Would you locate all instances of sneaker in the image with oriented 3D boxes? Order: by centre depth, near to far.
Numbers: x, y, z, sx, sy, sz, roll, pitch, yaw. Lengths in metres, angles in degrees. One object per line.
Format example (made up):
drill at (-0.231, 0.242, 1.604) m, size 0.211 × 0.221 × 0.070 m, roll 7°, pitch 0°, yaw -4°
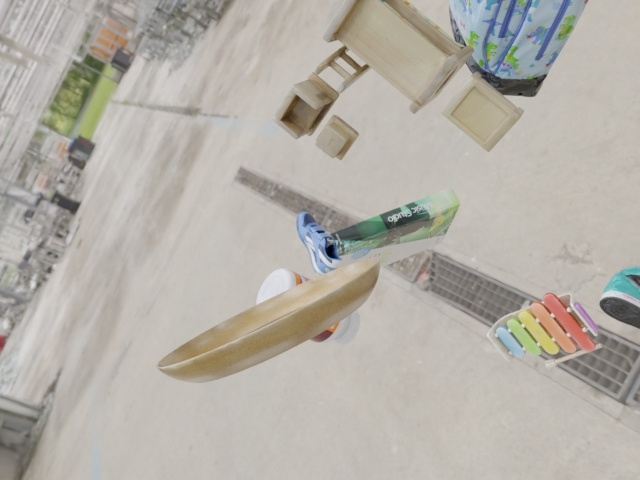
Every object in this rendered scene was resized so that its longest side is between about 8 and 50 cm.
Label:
sneaker at (0.000, 0.000, 1.219) m, size 0.059 × 0.053 × 0.144 m, roll -39°, pitch 70°, yaw 40°
sneaker at (0.884, 0.167, 1.601) m, size 0.178 × 0.296 × 0.123 m, roll -58°, pitch -1°, yaw -33°

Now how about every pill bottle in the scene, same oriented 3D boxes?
pill bottle at (-0.015, 0.106, 0.930) m, size 0.086 × 0.152 × 0.086 m, roll -34°, pitch 43°, yaw 38°

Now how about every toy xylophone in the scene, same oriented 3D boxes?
toy xylophone at (0.658, 0.270, 1.754) m, size 0.081 × 0.236 × 0.322 m, roll -45°, pitch -1°, yaw -43°

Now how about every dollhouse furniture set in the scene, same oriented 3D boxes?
dollhouse furniture set at (0.077, -0.129, 0.599) m, size 0.161 × 0.182 × 0.101 m, roll -51°, pitch -4°, yaw 33°

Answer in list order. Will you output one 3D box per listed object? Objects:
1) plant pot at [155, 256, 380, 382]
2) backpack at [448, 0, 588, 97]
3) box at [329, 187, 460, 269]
plant pot at (-0.044, 0.080, 0.598) m, size 0.237 × 0.032 × 0.236 m, roll -26°, pitch 2°, yaw 1°
backpack at (0.322, -0.450, 0.980) m, size 0.355 × 0.274 × 0.289 m, roll 128°, pitch 138°, yaw -61°
box at (0.172, -0.004, 1.517) m, size 0.232 × 0.322 × 0.058 m, roll 92°, pitch 154°, yaw -66°
